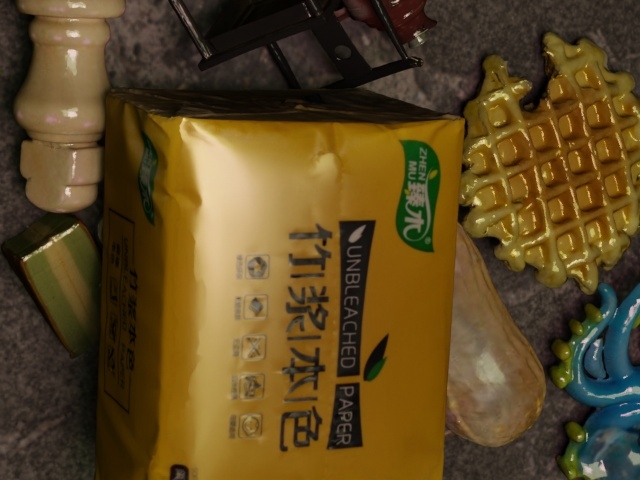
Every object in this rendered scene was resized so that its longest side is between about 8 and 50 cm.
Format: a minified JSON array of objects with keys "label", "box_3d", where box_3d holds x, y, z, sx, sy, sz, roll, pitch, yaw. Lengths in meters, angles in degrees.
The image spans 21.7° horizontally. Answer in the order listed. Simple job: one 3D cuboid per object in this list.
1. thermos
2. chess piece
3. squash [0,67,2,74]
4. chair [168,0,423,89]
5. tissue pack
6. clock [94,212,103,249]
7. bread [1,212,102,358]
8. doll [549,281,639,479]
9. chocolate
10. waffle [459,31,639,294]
[{"label":"thermos","box_3d":[0.034,-0.283,1.624,0.124,0.099,0.232,-26,114,17]},{"label":"chess piece","box_3d":[-0.227,-0.221,1.519,0.117,0.117,0.397,-2,103,-22]},{"label":"squash","box_3d":[-0.359,0.015,1.500,0.118,0.118,0.371,13,94,-24]},{"label":"chair","box_3d":[-0.039,-0.222,1.550,0.260,0.154,0.141,59,33,-22]},{"label":"tissue pack","box_3d":[-0.042,0.058,1.514,0.293,0.228,0.382,-1,100,-24]},{"label":"clock","box_3d":[-0.117,0.035,1.635,0.229,0.063,0.156,34,87,-26]},{"label":"bread","box_3d":[-0.231,0.049,1.577,0.074,0.084,0.139,-33,111,-15]},{"label":"doll","box_3d":[0.396,0.174,1.870,0.346,0.099,0.341,35,98,-20]},{"label":"chocolate","box_3d":[0.129,0.085,1.710,0.134,0.134,0.309,-34,112,-13]},{"label":"waffle","box_3d":[0.255,-0.084,1.758,0.250,0.056,0.261,26,75,-23]}]
